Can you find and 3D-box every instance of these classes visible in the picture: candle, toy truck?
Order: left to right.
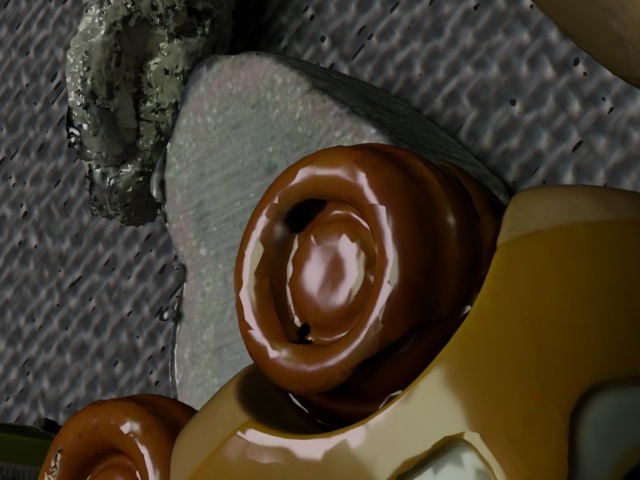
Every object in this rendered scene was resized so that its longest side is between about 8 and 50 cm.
[{"bbox_3d":[0.000,0.000,0.780,0.168,0.068,0.192,-23,63,44],"label":"candle"},{"bbox_3d":[0.042,0.117,0.597,0.288,0.204,0.211,-45,52,28],"label":"toy truck"}]

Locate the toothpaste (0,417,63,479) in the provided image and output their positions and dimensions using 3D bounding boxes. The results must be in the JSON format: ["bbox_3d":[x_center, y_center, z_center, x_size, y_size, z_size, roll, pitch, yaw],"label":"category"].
[{"bbox_3d":[-0.203,0.246,0.913,0.110,0.077,0.327,1,78,46],"label":"toothpaste"}]

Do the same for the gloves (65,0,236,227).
[{"bbox_3d":[-0.083,-0.083,0.872,0.070,0.114,0.153,13,90,3],"label":"gloves"}]

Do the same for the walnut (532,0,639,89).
[{"bbox_3d":[0.185,-0.173,0.428,0.381,0.381,0.381,-17,66,43],"label":"walnut"}]
